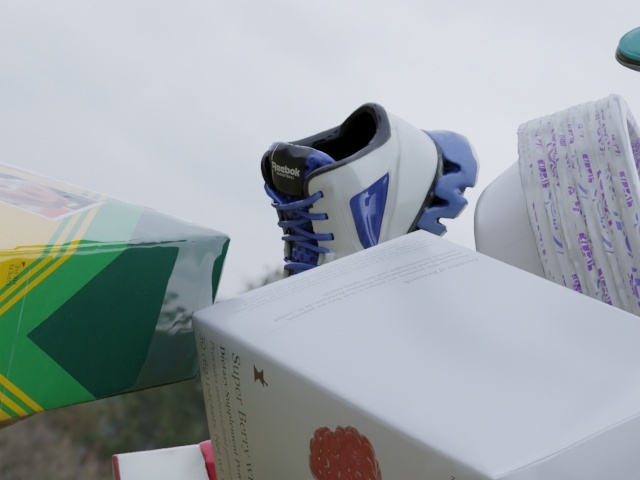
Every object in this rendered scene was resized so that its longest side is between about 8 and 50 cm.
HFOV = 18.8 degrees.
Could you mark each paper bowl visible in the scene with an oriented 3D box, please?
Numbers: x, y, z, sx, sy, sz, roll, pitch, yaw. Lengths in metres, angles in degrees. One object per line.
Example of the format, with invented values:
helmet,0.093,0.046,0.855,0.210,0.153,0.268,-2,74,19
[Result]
paper bowl,0.220,0.033,1.579,0.148,0.284,0.284,-17,-26,15

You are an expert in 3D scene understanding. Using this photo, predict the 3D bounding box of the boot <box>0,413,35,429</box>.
boot,-0.270,0.053,1.526,0.213,0.077,0.165,-153,-141,-78

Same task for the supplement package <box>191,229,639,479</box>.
supplement package,0.082,0.130,1.083,0.175,0.178,0.293,-19,23,-29

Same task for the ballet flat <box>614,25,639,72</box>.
ballet flat,0.355,-0.155,1.609,0.213,0.072,0.068,-11,-49,13

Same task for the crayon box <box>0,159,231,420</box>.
crayon box,-0.287,-0.003,1.119,0.363,0.106,0.313,17,9,24

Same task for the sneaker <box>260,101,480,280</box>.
sneaker,0.001,-0.001,1.816,0.182,0.316,0.127,32,-6,-36

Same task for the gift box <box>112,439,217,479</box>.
gift box,-0.028,0.286,1.582,0.276,0.255,0.258,-12,-30,-10
